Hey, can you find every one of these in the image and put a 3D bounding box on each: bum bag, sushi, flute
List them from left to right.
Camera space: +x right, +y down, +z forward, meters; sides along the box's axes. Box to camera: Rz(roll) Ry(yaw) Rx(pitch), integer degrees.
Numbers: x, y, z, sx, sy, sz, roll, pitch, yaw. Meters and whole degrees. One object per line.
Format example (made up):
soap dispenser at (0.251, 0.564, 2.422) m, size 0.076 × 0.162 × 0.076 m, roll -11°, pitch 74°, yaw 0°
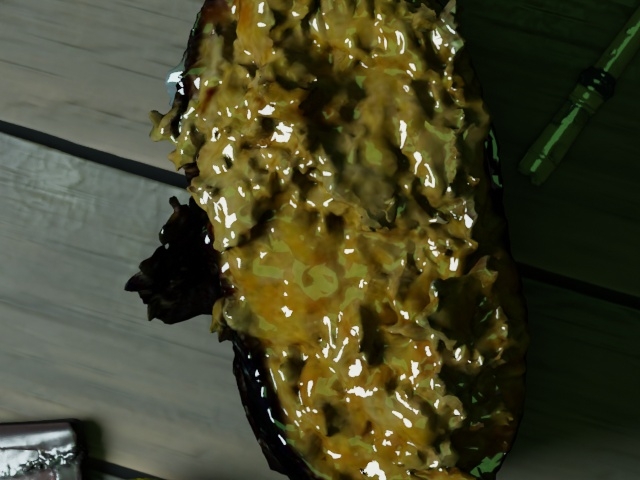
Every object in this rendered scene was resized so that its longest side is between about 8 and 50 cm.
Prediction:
bum bag at (-0.203, 0.198, 1.069) m, size 0.109 × 0.026 × 0.159 m, roll -2°, pitch 95°, yaw 8°
sushi at (0.000, 0.000, 0.950) m, size 0.234 × 0.207 × 0.348 m, roll -14°, pitch 91°, yaw 1°
flute at (0.198, -0.132, 1.009) m, size 0.027 × 0.027 × 0.233 m, roll 37°, pitch 95°, yaw 6°

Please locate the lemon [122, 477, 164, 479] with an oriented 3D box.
lemon at (-0.115, 0.204, 1.011) m, size 0.133 × 0.109 × 0.109 m, roll -6°, pitch 89°, yaw -26°
